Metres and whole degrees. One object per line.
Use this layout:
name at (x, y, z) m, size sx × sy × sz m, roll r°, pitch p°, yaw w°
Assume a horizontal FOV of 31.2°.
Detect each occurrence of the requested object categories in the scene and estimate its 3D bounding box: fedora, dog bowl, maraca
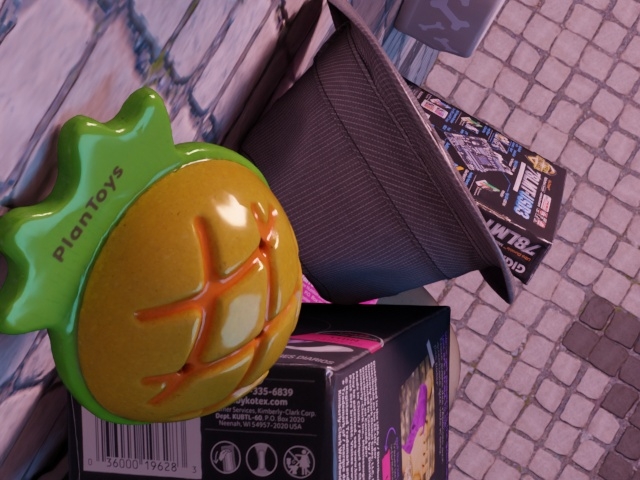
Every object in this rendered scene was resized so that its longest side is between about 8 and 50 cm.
fedora at (0.026, -0.040, 0.783) m, size 0.124 × 0.244 × 0.275 m, roll -31°, pitch -169°, yaw 9°
dog bowl at (0.218, -0.380, 1.407) m, size 0.349 × 0.102 × 0.349 m, roll -60°, pitch 177°, yaw -5°
maraca at (-0.069, 0.013, 0.477) m, size 0.127 × 0.099 × 0.186 m, roll -61°, pitch 152°, yaw -12°

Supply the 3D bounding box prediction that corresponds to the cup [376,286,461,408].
cup at (0.022, 0.137, 1.644) m, size 0.331 × 0.331 × 0.237 m, roll -59°, pitch 152°, yaw -21°

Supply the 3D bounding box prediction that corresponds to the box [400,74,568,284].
box at (0.163, -0.092, 1.449) m, size 0.073 × 0.293 × 0.295 m, roll -60°, pitch 178°, yaw 26°

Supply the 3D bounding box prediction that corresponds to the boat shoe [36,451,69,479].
boat shoe at (-0.128, 0.155, 0.834) m, size 0.335 × 0.095 × 0.112 m, roll -57°, pitch 176°, yaw -44°

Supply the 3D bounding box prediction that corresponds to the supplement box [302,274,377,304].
supplement box at (-0.007, 0.012, 1.025) m, size 0.220 × 0.114 × 0.111 m, roll -58°, pitch -156°, yaw -15°

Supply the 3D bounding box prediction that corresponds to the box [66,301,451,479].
box at (-0.023, 0.122, 0.731) m, size 0.270 × 0.165 × 0.143 m, roll -11°, pitch 101°, yaw -71°
